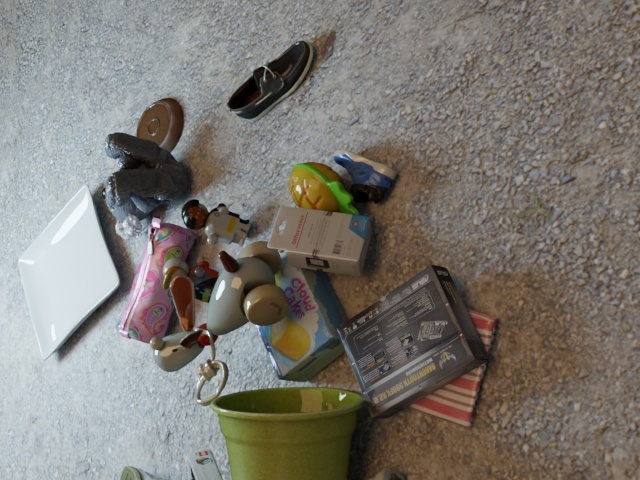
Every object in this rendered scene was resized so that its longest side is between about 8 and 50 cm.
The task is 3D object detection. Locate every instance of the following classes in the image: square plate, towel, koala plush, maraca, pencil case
[{"bbox_3d":[-0.663,0.085,2.134,0.347,0.049,0.344,-42,55,23],"label":"square plate"},{"bbox_3d":[0.223,0.212,1.398,0.144,0.029,0.197,13,90,41],"label":"towel"},{"bbox_3d":[-0.445,-0.116,1.954,0.221,0.203,0.196,-51,40,44],"label":"koala plush"},{"bbox_3d":[0.008,-0.094,1.595,0.099,0.127,0.186,-44,42,-18],"label":"maraca"},{"bbox_3d":[-0.380,0.093,1.857,0.124,0.124,0.284,18,90,41],"label":"pencil case"}]

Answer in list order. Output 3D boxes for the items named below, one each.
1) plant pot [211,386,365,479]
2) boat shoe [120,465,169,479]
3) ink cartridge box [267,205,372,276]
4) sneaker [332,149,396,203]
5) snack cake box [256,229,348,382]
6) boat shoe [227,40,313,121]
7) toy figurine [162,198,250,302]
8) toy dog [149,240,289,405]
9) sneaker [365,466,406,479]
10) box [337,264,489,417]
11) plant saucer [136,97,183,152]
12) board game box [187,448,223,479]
[{"bbox_3d":[-0.054,0.409,1.438,0.276,0.276,0.253,-3,88,39],"label":"plant pot"},{"bbox_3d":[-0.346,0.563,1.713,0.302,0.103,0.113,13,91,59],"label":"boat shoe"},{"bbox_3d":[0.000,0.000,1.546,0.180,0.060,0.104,8,59,14],"label":"ink cartridge box"},{"bbox_3d":[0.071,-0.121,1.588,0.152,0.058,0.084,25,86,34],"label":"sneaker"},{"bbox_3d":[-0.052,0.129,1.600,0.152,0.089,0.264,-42,55,24],"label":"snack cake box"},{"bbox_3d":[-0.110,-0.356,1.787,0.233,0.079,0.084,-40,55,23],"label":"boat shoe"},{"bbox_3d":[-0.247,0.021,1.696,0.209,0.148,0.213,-135,65,-82],"label":"toy figurine"},{"bbox_3d":[-0.210,0.126,1.525,0.333,0.161,0.220,-51,38,1],"label":"toy dog"},{"bbox_3d":[0.110,0.517,1.378,0.115,0.090,0.232,-33,51,37],"label":"sneaker"},{"bbox_3d":[0.155,0.178,1.404,0.231,0.056,0.183,-38,60,28],"label":"box"},{"bbox_3d":[-0.415,-0.286,2.046,0.168,0.029,0.168,-12,70,36],"label":"plant saucer"},{"bbox_3d":[-0.205,0.575,1.506,0.193,0.053,0.305,-144,52,-68],"label":"board game box"}]
